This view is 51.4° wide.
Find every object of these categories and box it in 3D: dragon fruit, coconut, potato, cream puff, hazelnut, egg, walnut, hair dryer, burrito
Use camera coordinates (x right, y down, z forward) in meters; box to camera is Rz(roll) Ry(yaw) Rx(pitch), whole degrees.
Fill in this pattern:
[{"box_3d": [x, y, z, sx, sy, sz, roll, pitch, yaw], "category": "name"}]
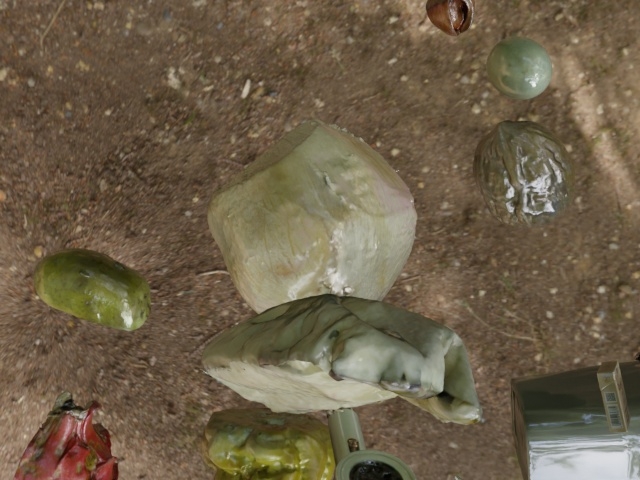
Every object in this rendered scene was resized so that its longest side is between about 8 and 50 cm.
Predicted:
[{"box_3d": [-0.465, 0.398, 1.265, 0.134, 0.262, 0.211, 6, 103, 10], "category": "dragon fruit"}, {"box_3d": [0.000, 0.000, 1.292, 0.405, 0.404, 0.404, 2, 84, -22], "category": "coconut"}, {"box_3d": [-0.505, 0.087, 1.491, 0.272, 0.111, 0.160, 20, 47, -2], "category": "potato"}, {"box_3d": [-0.129, 0.532, 1.541, 0.291, 0.324, 0.257, 19, 75, -61], "category": "cream puff"}, {"box_3d": [0.204, -0.358, 1.028, 0.086, 0.086, 0.086, 2, 84, -22], "category": "hazelnut"}, {"box_3d": [0.386, -0.338, 1.300, 0.114, 0.152, 0.114, -14, 130, -17], "category": "egg"}, {"box_3d": [0.372, -0.126, 1.223, 0.178, 0.178, 0.230, -47, 123, -19], "category": "walnut"}, {"box_3d": [0.057, 0.389, 1.122, 0.128, 0.362, 0.203, 4, 114, -9], "category": "hair dryer"}, {"box_3d": [0.022, 0.130, 0.768, 0.190, 0.332, 0.135, 35, 63, -26], "category": "burrito"}]

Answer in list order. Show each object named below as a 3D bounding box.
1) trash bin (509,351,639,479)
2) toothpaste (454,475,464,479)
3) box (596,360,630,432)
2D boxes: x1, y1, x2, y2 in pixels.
[{"box_3d": [0.475, 0.331, 1.167, 0.250, 0.220, 0.219, -6, 113, 8], "category": "trash bin"}, {"box_3d": [0.336, 0.513, 1.285, 0.033, 0.218, 0.052, -41, 109, -16], "category": "toothpaste"}, {"box_3d": [0.395, 0.209, 0.894, 0.053, 0.024, 0.083, -11, 87, -60], "category": "box"}]
